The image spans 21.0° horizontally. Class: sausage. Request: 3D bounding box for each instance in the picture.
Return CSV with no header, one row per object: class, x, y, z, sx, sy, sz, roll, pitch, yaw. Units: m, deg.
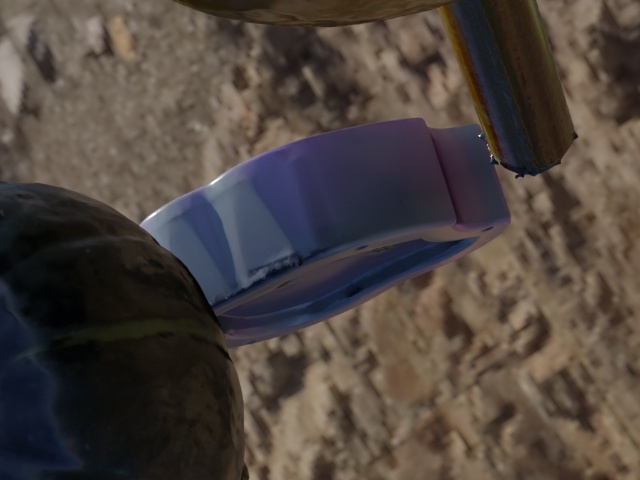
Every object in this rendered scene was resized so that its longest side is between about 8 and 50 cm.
sausage,0.117,-0.173,1.248,0.082,0.082,0.371,51,175,33

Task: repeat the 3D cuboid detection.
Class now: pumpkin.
pumpkin,-0.202,0.120,1.068,0.323,0.323,0.241,54,-171,22

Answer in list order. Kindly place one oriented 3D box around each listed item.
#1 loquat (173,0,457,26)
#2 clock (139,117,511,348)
loquat,0.006,-0.251,0.743,0.328,0.328,0.328,54,167,19
clock,0.000,0.000,1.583,0.338,0.338,0.102,110,141,-74
